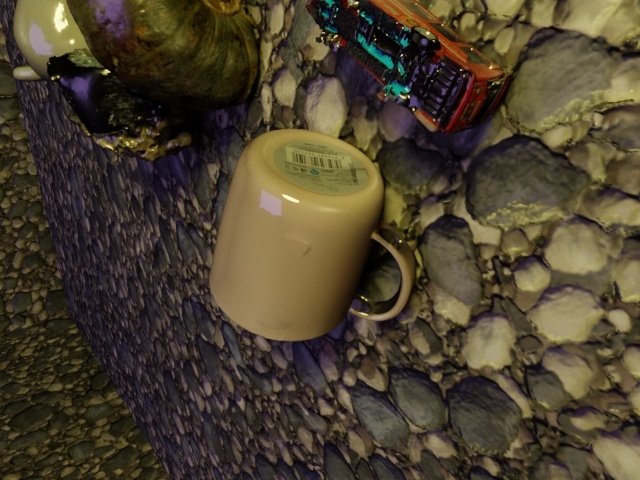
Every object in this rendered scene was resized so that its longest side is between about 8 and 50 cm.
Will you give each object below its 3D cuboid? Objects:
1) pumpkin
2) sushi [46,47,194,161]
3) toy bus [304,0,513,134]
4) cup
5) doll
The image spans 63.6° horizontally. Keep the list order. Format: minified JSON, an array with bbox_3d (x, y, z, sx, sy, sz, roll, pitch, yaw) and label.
[{"bbox_3d":[-0.245,-0.348,0.745,0.242,0.232,0.324,3,104,56],"label":"pumpkin"},{"bbox_3d":[-0.347,-0.243,0.948,0.238,0.225,0.218,-99,6,-51],"label":"sushi"},{"bbox_3d":[0.074,-0.191,0.488,0.235,0.097,0.073,51,140,27],"label":"toy bus"},{"bbox_3d":[0.000,0.000,0.629,0.253,0.191,0.200,26,129,8],"label":"cup"},{"bbox_3d":[-0.546,-0.510,1.100,0.215,0.226,0.370,-110,28,-65],"label":"doll"}]
